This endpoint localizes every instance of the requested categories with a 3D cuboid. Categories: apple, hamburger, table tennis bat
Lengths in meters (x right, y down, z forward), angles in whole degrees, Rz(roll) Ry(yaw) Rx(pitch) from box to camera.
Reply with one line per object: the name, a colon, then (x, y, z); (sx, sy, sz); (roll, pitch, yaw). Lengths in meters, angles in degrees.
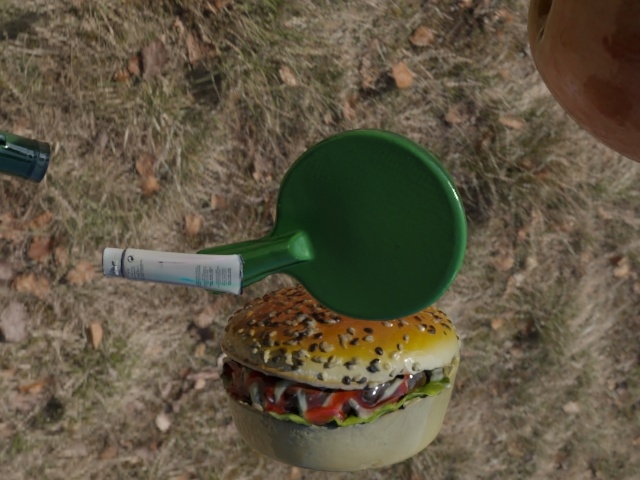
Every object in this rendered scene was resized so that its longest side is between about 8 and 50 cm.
apple: (0.398, -0.252, 0.961); (0.364, 0.364, 0.364); (-7, 122, -11)
hamburger: (0.025, 0.142, 1.057); (0.300, 0.300, 0.176); (-4, 106, -13)
table tennis bat: (0.000, 0.000, 0.748); (0.257, 0.039, 0.160); (-16, 97, 27)

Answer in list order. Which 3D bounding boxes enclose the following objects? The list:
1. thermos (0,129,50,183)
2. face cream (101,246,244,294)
thermos: (-0.532, -0.145, 1.415); (0.187, 0.083, 0.073); (15, 100, -38)
face cream: (-0.117, 0.023, 0.711); (0.115, 0.020, 0.038); (6, 120, 6)
